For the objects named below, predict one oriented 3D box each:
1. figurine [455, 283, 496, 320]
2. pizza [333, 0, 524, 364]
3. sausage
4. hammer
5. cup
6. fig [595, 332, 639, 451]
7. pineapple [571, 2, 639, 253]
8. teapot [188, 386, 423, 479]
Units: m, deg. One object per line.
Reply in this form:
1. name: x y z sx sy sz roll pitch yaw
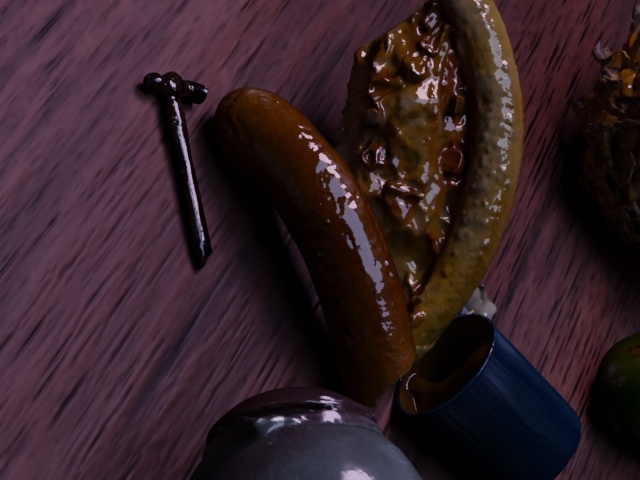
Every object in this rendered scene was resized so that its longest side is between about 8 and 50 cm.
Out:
1. figurine: 0.133 0.066 1.709 0.083 0.047 0.051 43 58 -32
2. pizza: 0.090 -0.074 1.623 0.182 0.074 0.366 14 89 -5
3. sausage: 0.003 -0.003 1.555 0.076 0.102 0.302 -21 85 -59
4. hammer: -0.110 -0.061 1.528 0.065 0.021 0.178 5 66 -47
5. cup: 0.162 0.141 1.635 0.138 0.113 0.150 44 54 -24
6. fig: 0.355 0.179 1.844 0.177 0.117 0.117 58 39 -22
7. pineapple: 0.450 -0.129 1.922 0.352 0.352 0.300 55 41 -10
8. teapot: 0.009 0.276 1.344 0.315 0.233 0.312 56 23 -58
